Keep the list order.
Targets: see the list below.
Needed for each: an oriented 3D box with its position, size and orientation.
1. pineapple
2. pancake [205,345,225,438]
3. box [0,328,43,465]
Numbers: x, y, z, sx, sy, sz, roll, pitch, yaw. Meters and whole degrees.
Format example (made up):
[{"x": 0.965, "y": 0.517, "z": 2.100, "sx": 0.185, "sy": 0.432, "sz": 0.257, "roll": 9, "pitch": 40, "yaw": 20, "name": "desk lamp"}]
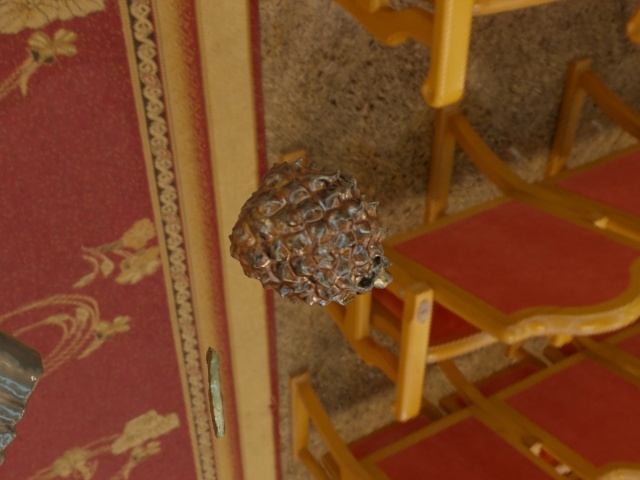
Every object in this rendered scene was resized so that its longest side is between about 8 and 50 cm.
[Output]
[{"x": 0.000, "y": 0.000, "z": 0.923, "sx": 0.193, "sy": 0.166, "sz": 0.166, "roll": 31, "pitch": 105, "yaw": -9, "name": "pineapple"}, {"x": -0.116, "y": 0.168, "z": 0.891, "sx": 0.017, "sy": 0.108, "sz": 0.108, "roll": -8, "pitch": 129, "yaw": -10, "name": "pancake"}, {"x": -0.261, "y": 0.110, "z": 0.372, "sx": 0.178, "sy": 0.138, "sz": 0.274, "roll": 35, "pitch": 59, "yaw": -30, "name": "box"}]
